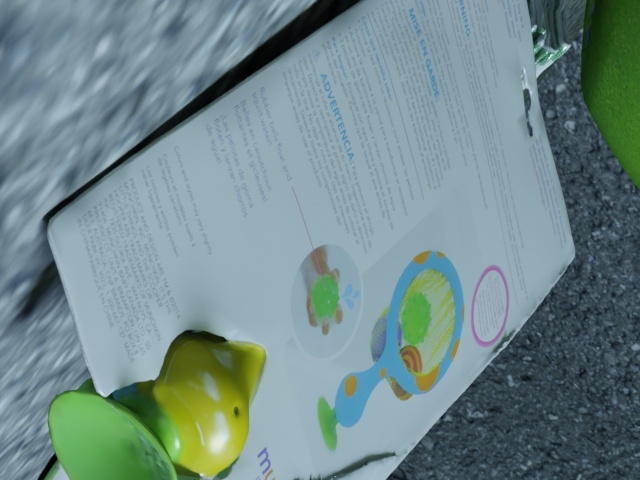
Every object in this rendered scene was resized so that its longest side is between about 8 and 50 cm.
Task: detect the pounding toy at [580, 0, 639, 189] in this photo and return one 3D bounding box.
[{"bbox_3d":[0.090,-0.119,0.423,0.183,0.110,0.237,86,14,-68],"label":"pounding toy"}]

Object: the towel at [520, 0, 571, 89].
[{"bbox_3d":[0.079,-0.080,0.738,0.152,0.023,0.113,-54,-166,40],"label":"towel"}]

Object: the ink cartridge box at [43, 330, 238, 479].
[{"bbox_3d":[-0.036,0.115,0.797,0.207,0.119,0.353,-54,174,37],"label":"ink cartridge box"}]

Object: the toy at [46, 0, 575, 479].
[{"bbox_3d":[0.000,0.000,0.444,0.056,0.137,0.237,2,-151,33],"label":"toy"}]
